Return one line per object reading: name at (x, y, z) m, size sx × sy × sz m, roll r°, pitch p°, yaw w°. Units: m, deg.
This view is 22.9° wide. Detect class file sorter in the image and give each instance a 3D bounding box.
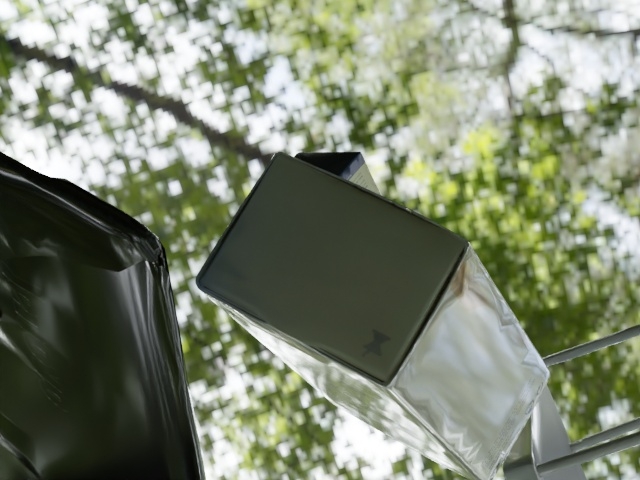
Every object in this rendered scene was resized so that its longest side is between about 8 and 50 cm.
file sorter at (0.242, 0.196, 0.978) m, size 0.173 × 0.278 × 0.193 m, roll -22°, pitch -168°, yaw 12°

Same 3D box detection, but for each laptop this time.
laptop at (-0.153, -0.058, 0.600) m, size 0.236 × 0.382 × 0.408 m, roll -2°, pitch -124°, yaw -1°

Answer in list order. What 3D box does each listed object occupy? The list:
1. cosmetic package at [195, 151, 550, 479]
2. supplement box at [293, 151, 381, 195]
cosmetic package at (0.019, 0.024, 0.420) m, size 0.060 × 0.115 × 0.041 m, roll 27°, pitch -100°, yaw 24°
supplement box at (0.000, 0.000, 1.015) m, size 0.056 × 0.083 × 0.083 m, roll 3°, pitch -140°, yaw 43°
